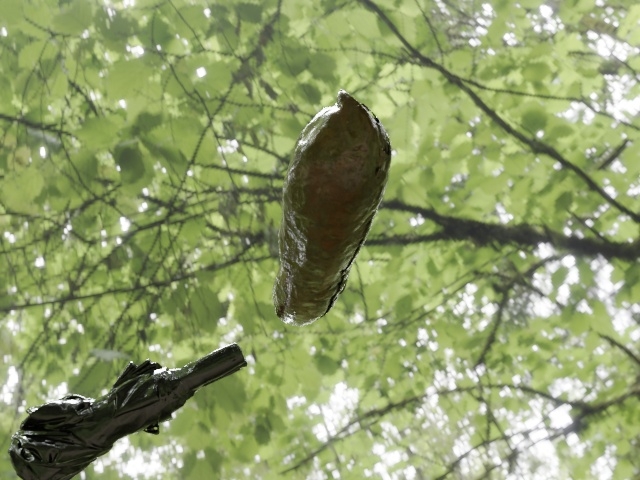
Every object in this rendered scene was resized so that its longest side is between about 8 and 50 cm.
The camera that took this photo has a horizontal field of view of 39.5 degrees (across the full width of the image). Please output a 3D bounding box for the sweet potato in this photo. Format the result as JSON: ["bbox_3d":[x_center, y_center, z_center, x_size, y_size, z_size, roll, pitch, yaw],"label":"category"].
[{"bbox_3d":[0.000,0.000,0.691,0.075,0.075,0.273,-8,-34,-17],"label":"sweet potato"}]

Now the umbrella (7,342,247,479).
[{"bbox_3d":[-0.257,0.224,1.200,0.340,0.118,0.118,-25,-49,0],"label":"umbrella"}]
